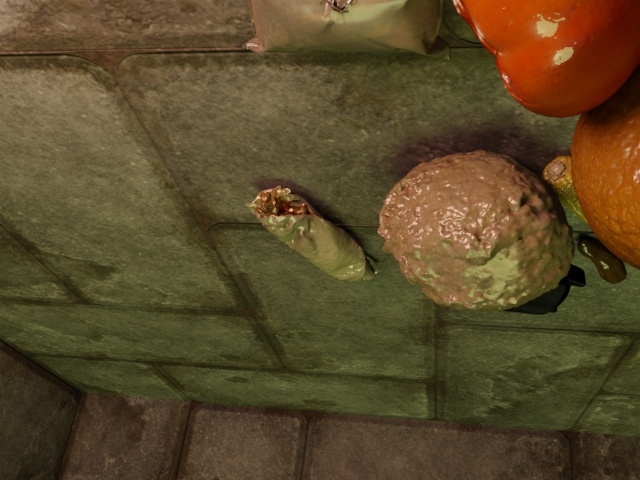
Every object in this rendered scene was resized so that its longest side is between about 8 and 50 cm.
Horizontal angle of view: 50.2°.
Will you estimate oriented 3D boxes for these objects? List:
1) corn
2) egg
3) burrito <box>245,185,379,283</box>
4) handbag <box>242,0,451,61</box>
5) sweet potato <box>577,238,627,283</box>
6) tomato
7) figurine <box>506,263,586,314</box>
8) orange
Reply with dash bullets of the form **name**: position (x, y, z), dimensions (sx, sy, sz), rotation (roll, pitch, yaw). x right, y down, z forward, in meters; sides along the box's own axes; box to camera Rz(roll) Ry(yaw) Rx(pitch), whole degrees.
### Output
- **corn**: position (0.445, -0.076, 1.149), dimensions (0.072, 0.072, 0.203), rotation (-19, 142, 40)
- **egg**: position (0.253, -0.014, 1.109), dimensions (0.311, 0.279, 0.279), rotation (11, 156, 29)
- **burrito**: position (0.000, 0.000, 1.394), dimensions (0.117, 0.076, 0.392), rotation (-17, 146, 26)
- **handbag**: position (0.026, -0.290, 0.813), dimensions (0.271, 0.117, 0.182), rotation (5, 143, 8)
- **sweet potato**: position (0.566, 0.043, 1.356), dimensions (0.053, 0.053, 0.182), rotation (-26, 136, 32)
- **tomato**: position (0.244, -0.250, 0.710), dimensions (0.180, 0.259, 0.260), rotation (-31, 137, 23)
- **figurine**: position (0.369, 0.063, 1.350), dimensions (0.309, 0.143, 0.308), rotation (18, 168, 4)
- **orange**: position (0.462, -0.107, 0.798), dimensions (0.322, 0.357, 0.322), rotation (7, 120, 12)
